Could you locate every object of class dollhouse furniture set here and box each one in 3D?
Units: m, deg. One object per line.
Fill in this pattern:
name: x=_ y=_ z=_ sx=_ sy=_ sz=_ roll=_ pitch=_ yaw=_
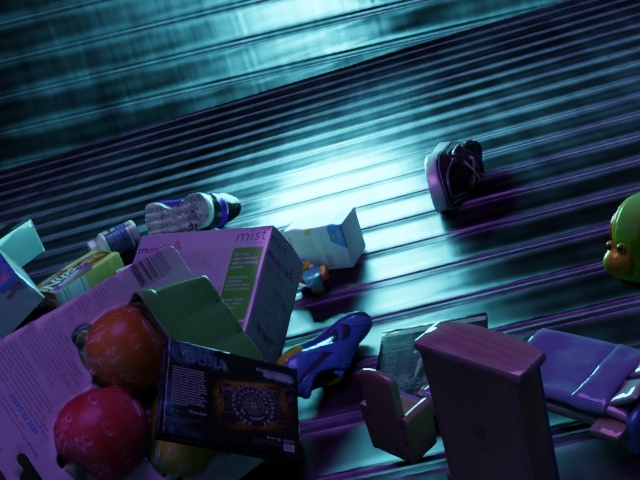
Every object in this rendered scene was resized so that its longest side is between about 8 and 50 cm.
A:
dollhouse furniture set: x=0.240 y=0.127 z=1.058 sx=0.303 sy=0.198 sz=0.286 roll=-34 pitch=31 yaw=-34

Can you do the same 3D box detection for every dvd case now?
dvd case: x=0.158 y=0.178 z=1.272 sx=0.164 sy=0.018 sz=0.221 roll=-12 pitch=23 yaw=15

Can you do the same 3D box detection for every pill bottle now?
pill bottle: x=-0.496 y=0.004 z=2.147 sx=0.120 sy=0.067 sz=0.067 roll=-26 pitch=23 yaw=-21

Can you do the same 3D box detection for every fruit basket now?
fruit basket: x=-0.249 y=0.218 z=1.172 sx=0.353 sy=0.327 sz=0.165 roll=-34 pitch=-9 yaw=-25

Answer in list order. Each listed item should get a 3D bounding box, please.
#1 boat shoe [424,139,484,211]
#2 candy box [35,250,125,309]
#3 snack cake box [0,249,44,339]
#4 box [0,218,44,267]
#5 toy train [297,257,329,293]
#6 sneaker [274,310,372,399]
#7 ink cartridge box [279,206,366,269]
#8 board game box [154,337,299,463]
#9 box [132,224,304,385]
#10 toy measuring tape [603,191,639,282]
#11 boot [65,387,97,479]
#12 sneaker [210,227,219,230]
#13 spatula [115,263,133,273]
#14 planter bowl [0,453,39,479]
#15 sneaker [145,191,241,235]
boat shoe: x=0.287 y=-0.144 z=1.852 sx=0.102 sy=0.108 sz=0.301 roll=-11 pitch=15 yaw=20
candy box: x=-0.544 y=0.089 z=2.000 sx=0.109 sy=0.053 sz=0.187 roll=3 pitch=28 yaw=43
snack cake box: x=-0.704 y=0.120 z=1.933 sx=0.152 sy=0.089 sz=0.264 roll=-48 pitch=28 yaw=-11
box: x=-0.867 y=0.052 z=2.276 sx=0.184 sy=0.103 sz=0.261 roll=-9 pitch=22 yaw=29
toy train: x=-0.053 y=0.082 z=1.642 sx=0.125 sy=0.046 sz=0.166 roll=-33 pitch=22 yaw=-30
sneaker: x=0.021 y=0.177 z=1.343 sx=0.082 sy=0.069 sz=0.209 roll=37 pitch=40 yaw=25
ink cartridge box: x=0.000 y=0.000 z=1.729 sx=0.143 sy=0.092 sz=0.090 roll=-7 pitch=24 yaw=25
board game box: x=-0.112 y=0.201 z=1.114 sx=0.026 sy=0.186 sz=0.126 roll=-43 pitch=38 yaw=44
box: x=-0.184 y=0.108 z=1.441 sx=0.262 sy=0.127 sz=0.231 roll=-4 pitch=56 yaw=27
toy measuring tape: x=0.548 y=-0.044 z=1.375 sx=0.330 sy=0.121 sz=0.121 roll=-29 pitch=24 yaw=-26
boot: x=-0.369 y=0.235 z=1.336 sx=0.088 sy=0.176 sz=0.244 roll=-23 pitch=21 yaw=-9
sneaker: x=-0.247 y=0.086 z=1.669 sx=0.182 sy=0.127 sz=0.315 roll=-18 pitch=23 yaw=-7
spatula: x=-0.331 y=0.048 z=1.985 sx=0.242 sy=0.019 sz=0.168 roll=-25 pitch=28 yaw=-14
planter bowl: x=-0.470 y=0.307 z=1.331 sx=0.162 sy=0.109 sz=0.162 roll=-15 pitch=22 yaw=6
sneaker: x=-0.295 y=-0.055 z=2.109 sx=0.146 sy=0.102 sz=0.293 roll=-11 pitch=2 yaw=-42
